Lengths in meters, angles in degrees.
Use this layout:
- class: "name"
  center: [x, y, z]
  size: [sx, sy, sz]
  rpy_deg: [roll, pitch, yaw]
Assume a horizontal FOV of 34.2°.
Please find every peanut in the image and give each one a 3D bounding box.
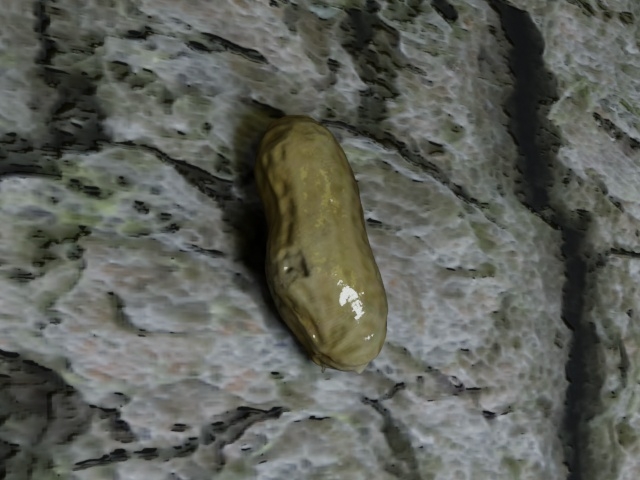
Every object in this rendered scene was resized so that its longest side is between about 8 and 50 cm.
- class: "peanut"
  center: [0.000, 0.000, 0.824]
  size: [0.100, 0.099, 0.214]
  rpy_deg: [1, 76, -34]
